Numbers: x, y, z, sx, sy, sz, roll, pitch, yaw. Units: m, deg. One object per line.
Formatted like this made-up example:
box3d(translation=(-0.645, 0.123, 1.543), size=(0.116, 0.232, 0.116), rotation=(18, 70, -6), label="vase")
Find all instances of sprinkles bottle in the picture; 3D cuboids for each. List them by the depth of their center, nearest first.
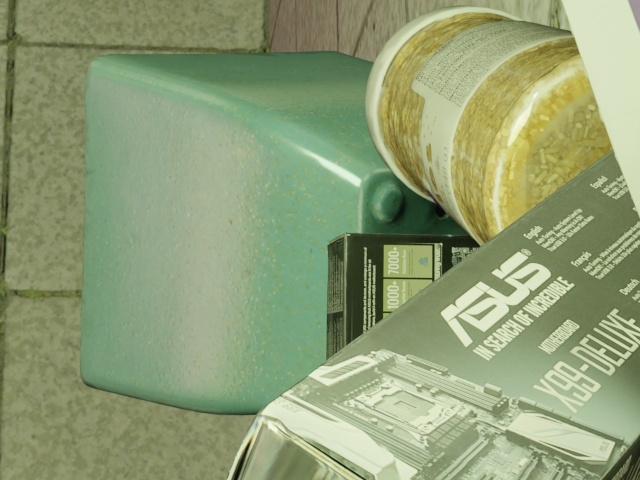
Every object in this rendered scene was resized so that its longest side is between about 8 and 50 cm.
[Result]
box3d(translation=(0.106, -0.054, 0.818), size=(0.355, 0.121, 0.121), rotation=(-122, 34, -77), label="sprinkles bottle")

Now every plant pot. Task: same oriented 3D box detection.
box3d(translation=(0.000, 0.000, 1.131), size=(0.252, 0.247, 0.248), rotation=(15, 106, 49), label="plant pot")

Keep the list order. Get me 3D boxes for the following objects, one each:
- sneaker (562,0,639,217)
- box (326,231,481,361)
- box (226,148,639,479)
box3d(translation=(0.122, -0.131, 0.401), size=(0.282, 0.161, 0.102), rotation=(62, -148, -18), label="sneaker")
box3d(translation=(0.079, 0.088, 0.912), size=(0.077, 0.147, 0.180), rotation=(152, 118, -82), label="box")
box3d(translation=(0.055, 0.105, 0.527), size=(0.307, 0.076, 0.242), rotation=(-32, -32, -52), label="box")
